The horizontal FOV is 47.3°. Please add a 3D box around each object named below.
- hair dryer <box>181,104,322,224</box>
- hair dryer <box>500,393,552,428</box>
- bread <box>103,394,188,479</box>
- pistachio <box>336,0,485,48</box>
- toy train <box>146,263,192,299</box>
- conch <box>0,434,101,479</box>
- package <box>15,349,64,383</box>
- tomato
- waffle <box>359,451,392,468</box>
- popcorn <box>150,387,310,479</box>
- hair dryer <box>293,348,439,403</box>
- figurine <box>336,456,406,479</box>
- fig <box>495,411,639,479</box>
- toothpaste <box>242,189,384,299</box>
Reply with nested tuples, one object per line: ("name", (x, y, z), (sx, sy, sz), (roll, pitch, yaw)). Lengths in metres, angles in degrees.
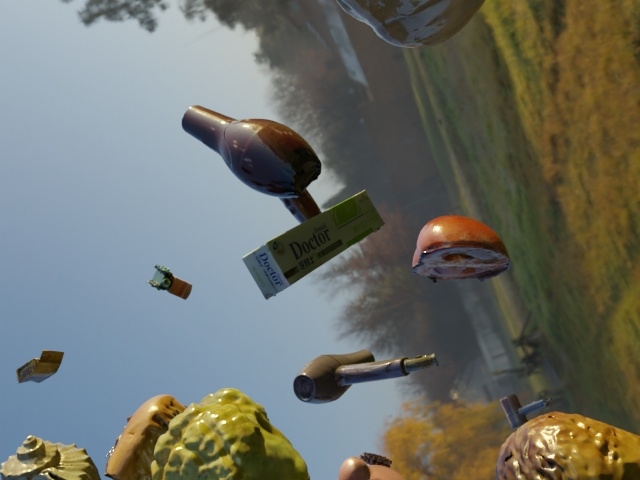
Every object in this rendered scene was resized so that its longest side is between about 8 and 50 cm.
("hair dryer", (-0.086, -0.104, 1.373), (0.313, 0.123, 0.340), (28, 162, 39))
("hair dryer", (0.418, 0.331, 1.465), (0.037, 0.114, 0.063), (-3, -114, -42))
("bread", (-0.331, 0.432, 1.575), (0.204, 0.162, 0.262), (30, -153, -2))
("pistachio", (0.153, -0.503, 1.154), (0.281, 0.366, 0.445), (55, 158, 34))
("toy train", (-0.276, 0.076, 1.336), (0.064, 0.044, 0.103), (25, 175, -23))
("conch", (-0.398, 0.385, 1.108), (0.155, 0.130, 0.207), (11, 120, 57))
("package", (-0.757, 0.345, 1.976), (0.071, 0.131, 0.047), (21, -135, -53))
("tomato", (0.294, 0.009, 1.519), (0.228, 0.199, 0.112), (116, 159, -70))
("waffle", (0.140, 0.555, 1.843), (0.075, 0.083, 0.029), (-7, 65, 67))
("popcorn", (-0.119, 0.359, 1.005), (0.286, 0.225, 0.174), (45, -171, 20))
("hair dryer", (0.140, 0.322, 1.821), (0.301, 0.361, 0.121), (-9, -93, -55))
("figurine", (0.080, 0.447, 1.177), (0.173, 0.173, 0.173), (-23, -90, -81))
("fig", (0.370, 0.443, 1.057), (0.286, 0.286, 0.368), (60, -135, -42))
("toothpaste", (0.000, 0.000, 1.259), (0.081, 0.067, 0.337), (59, -144, 0))
